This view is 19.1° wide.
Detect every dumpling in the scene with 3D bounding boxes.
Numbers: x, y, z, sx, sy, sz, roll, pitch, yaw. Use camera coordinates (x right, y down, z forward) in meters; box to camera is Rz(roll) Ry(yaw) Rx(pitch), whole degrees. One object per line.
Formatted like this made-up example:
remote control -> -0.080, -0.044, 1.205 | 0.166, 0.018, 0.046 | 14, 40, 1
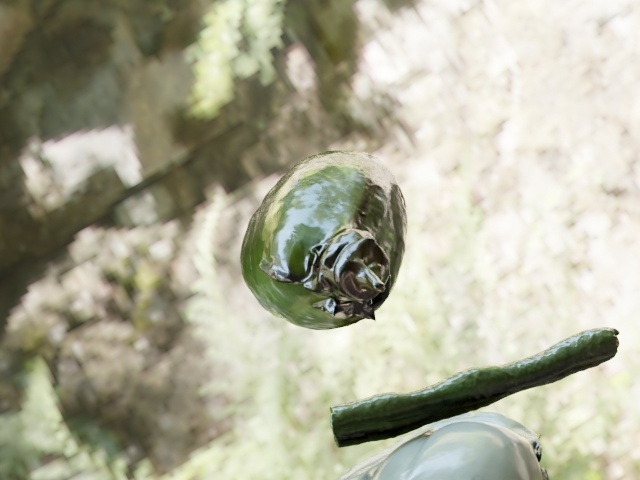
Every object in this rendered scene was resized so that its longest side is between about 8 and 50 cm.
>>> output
dumpling -> 0.085, 0.242, 1.627 | 0.227, 0.175, 0.243 | -2, -1, 20

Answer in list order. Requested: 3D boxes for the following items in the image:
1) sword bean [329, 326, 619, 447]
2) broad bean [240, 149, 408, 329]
sword bean -> 0.135, 0.126, 1.650 | 0.269, 0.038, 0.043 | -17, -35, -9
broad bean -> 0.000, 0.000, 0.824 | 0.339, 0.061, 0.077 | 165, 131, -87
